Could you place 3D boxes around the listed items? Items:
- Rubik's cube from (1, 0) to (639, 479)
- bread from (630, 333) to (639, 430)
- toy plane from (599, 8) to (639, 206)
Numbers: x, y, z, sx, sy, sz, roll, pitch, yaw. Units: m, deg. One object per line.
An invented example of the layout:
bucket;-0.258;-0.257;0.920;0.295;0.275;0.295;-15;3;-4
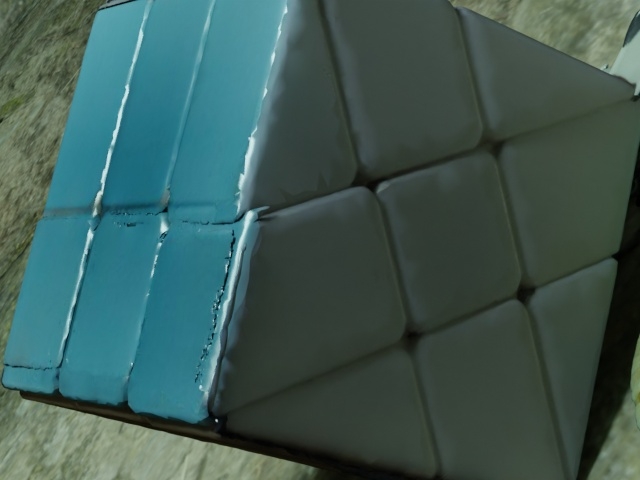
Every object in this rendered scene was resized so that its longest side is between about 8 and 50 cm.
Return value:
Rubik's cube;0.000;0.000;0.761;0.224;0.221;0.231;-2;73;56
bread;0.207;0.022;0.691;0.193;0.036;0.112;-52;21;1
toy plane;0.171;-0.073;0.819;0.234;0.082;0.160;-44;15;35
